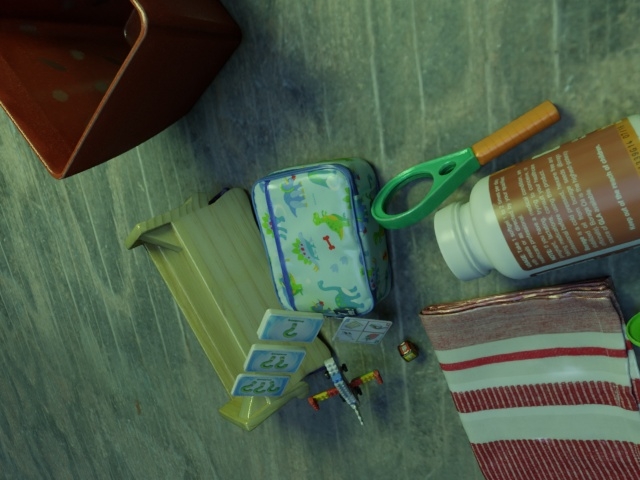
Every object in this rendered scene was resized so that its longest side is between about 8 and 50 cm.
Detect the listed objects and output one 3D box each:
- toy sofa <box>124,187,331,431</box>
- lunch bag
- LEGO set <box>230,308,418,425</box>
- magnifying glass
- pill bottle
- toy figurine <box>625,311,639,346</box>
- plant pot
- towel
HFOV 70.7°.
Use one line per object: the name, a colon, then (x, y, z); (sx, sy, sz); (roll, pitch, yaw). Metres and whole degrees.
toy sofa: (-0.151, 0.105, 0.745); (0.150, 0.177, 0.362); (-21, 98, 58)
lunch bag: (0.000, 0.000, 0.639); (0.176, 0.090, 0.218); (-1, 107, 32)
LEGO set: (0.017, 0.183, 0.631); (0.245, 0.060, 0.182); (10, 125, -24)
magnifying glass: (0.159, -0.086, 0.527); (0.231, 0.092, 0.026); (-29, 121, 23)
pill bottle: (0.238, -0.030, 0.472); (0.216, 0.121, 0.121); (-23, 96, 33)
toy figurine: (0.429, 0.144, 0.448); (0.173, 0.130, 0.159); (-16, 110, 48)
plant pot: (-0.271, -0.280, 0.594); (0.267, 0.236, 0.267); (-37, 89, 34)
towel: (0.292, 0.219, 0.588); (0.237, 0.037, 0.328); (-17, 99, 34)
